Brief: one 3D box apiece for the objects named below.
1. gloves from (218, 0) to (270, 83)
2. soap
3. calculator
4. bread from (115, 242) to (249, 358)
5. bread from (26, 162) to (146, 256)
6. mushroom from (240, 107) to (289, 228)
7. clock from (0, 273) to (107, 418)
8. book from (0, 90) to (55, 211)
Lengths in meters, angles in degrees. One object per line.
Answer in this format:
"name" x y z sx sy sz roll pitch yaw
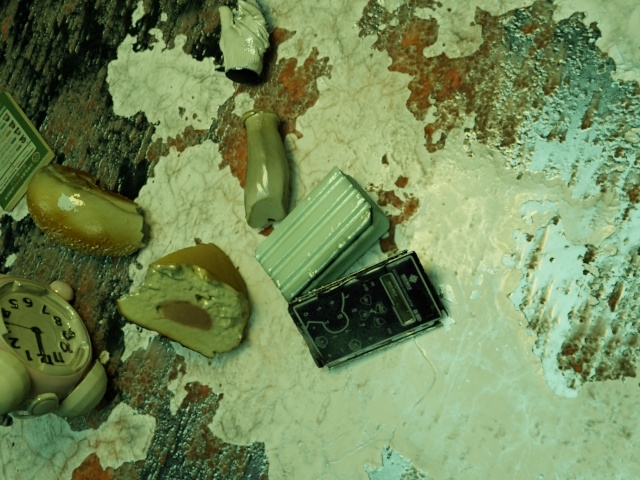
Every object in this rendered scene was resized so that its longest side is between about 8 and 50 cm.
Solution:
"gloves" -0.169 -0.454 1.523 0.119 0.097 0.229 -4 85 19
"soap" 0.000 0.000 1.385 0.261 0.094 0.150 -45 63 14
"calculator" 0.086 0.134 1.317 0.274 0.028 0.165 -25 102 16
"bread" -0.249 0.137 1.413 0.211 0.224 0.183 43 106 15
"bread" -0.554 -0.067 1.584 0.314 0.192 0.171 28 93 25
"mushroom" -0.113 -0.152 1.454 0.096 0.108 0.247 -1 82 -17
"clock" -0.640 0.230 1.507 0.184 0.342 0.325 -46 60 18
"book" -0.816 -0.234 1.818 0.202 0.027 0.264 -47 66 10
